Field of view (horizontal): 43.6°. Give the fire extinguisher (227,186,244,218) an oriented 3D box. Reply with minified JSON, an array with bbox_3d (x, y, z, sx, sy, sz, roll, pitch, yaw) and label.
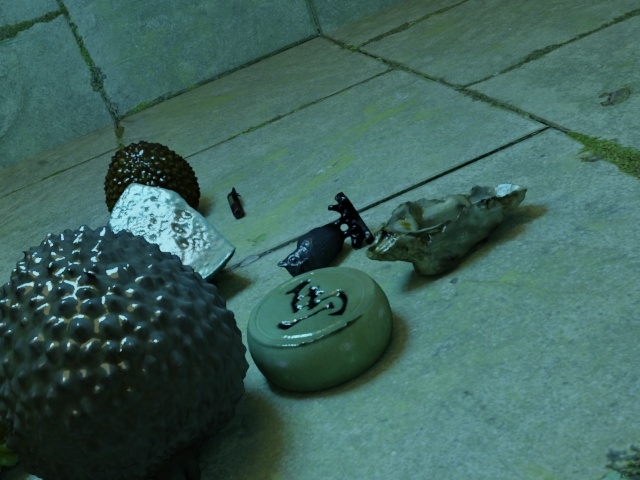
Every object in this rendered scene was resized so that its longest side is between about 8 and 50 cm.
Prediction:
[{"bbox_3d":[-0.227,-0.107,2.108,0.035,0.049,0.173,-30,25,-1],"label":"fire extinguisher"}]

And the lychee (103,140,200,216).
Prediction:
[{"bbox_3d":[-0.451,-0.141,2.113,0.267,0.267,0.267,-17,25,8],"label":"lychee"}]

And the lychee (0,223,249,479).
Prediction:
[{"bbox_3d":[-0.305,0.182,1.204,0.380,0.432,0.380,-31,-12,-7],"label":"lychee"}]

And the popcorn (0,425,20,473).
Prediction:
[{"bbox_3d":[-0.621,0.283,1.379,0.282,0.282,0.247,-34,15,-25],"label":"popcorn"}]

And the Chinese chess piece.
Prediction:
[{"bbox_3d":[-0.002,0.145,1.355,0.250,0.101,0.250,-17,26,8],"label":"Chinese chess piece"}]

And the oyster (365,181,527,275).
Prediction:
[{"bbox_3d":[0.232,-0.022,1.503,0.341,0.110,0.166,-34,33,-31],"label":"oyster"}]

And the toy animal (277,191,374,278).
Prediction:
[{"bbox_3d":[-0.004,0.002,1.663,0.210,0.121,0.117,-34,8,-12],"label":"toy animal"}]

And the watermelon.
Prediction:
[{"bbox_3d":[-0.362,-0.003,1.750,0.228,0.258,0.387,-33,24,-29],"label":"watermelon"}]
